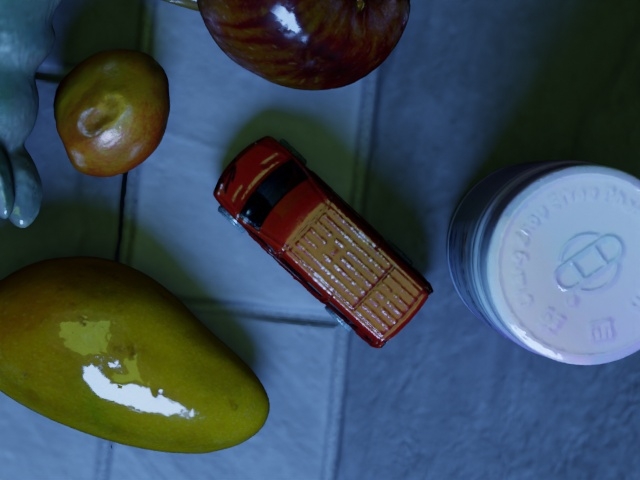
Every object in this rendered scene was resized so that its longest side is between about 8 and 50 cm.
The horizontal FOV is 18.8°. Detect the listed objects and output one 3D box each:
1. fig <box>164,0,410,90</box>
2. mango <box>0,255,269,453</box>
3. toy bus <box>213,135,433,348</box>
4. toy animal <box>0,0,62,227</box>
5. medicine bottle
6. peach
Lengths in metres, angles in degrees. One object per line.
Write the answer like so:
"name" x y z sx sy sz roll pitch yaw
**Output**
"fig" -0.034 -0.200 1.552 0.175 0.207 0.175 4 84 -38
"mango" -0.158 0.093 1.559 0.253 0.113 0.138 22 91 -5
"toy bus" 0.000 0.000 1.574 0.195 0.089 0.081 44 89 -3
"toy animal" -0.267 -0.136 1.526 0.127 0.125 0.251 9 79 -33
"medicine bottle" 0.185 0.013 1.499 0.152 0.254 0.152 0 92 -2
"peach" -0.166 -0.104 1.561 0.101 0.101 0.100 0 92 -2
